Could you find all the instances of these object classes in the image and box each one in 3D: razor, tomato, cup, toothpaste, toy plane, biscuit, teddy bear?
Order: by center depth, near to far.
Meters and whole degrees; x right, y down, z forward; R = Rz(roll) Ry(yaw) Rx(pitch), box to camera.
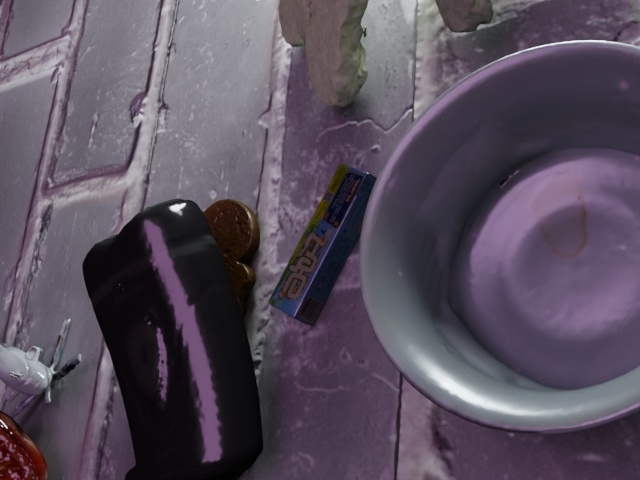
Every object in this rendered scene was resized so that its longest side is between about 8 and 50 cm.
[{"bbox_3d":[0.223,0.010,0.728,0.347,0.163,0.347,-14,64,31],"label":"cup"},{"bbox_3d":[0.000,0.000,0.966,0.070,0.044,0.193,26,87,39],"label":"toothpaste"},{"bbox_3d":[-0.181,0.133,0.975,0.204,0.113,0.349,-27,72,32],"label":"razor"},{"bbox_3d":[0.157,-0.379,0.976,0.362,0.375,0.327,-13,54,-17],"label":"teddy bear"},{"bbox_3d":[-0.131,0.029,1.058,0.124,0.026,0.175,-16,64,31],"label":"biscuit"},{"bbox_3d":[-0.465,0.329,1.127,0.166,0.082,0.174,45,99,6],"label":"tomato"},{"bbox_3d":[-0.469,0.165,1.196,0.182,0.107,0.273,-49,47,2],"label":"toy plane"}]
